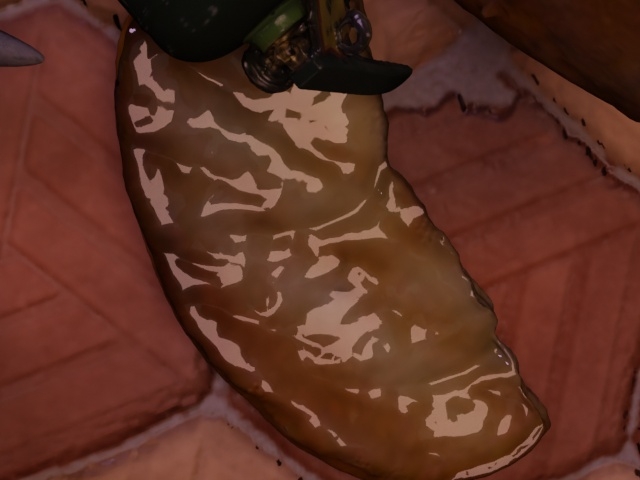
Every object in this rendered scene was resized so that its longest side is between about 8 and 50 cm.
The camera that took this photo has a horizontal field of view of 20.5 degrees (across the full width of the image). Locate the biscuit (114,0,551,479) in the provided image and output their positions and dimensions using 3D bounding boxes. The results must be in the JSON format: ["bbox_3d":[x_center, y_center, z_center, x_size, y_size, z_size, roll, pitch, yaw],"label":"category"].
[{"bbox_3d":[-0.003,0.003,0.877,0.154,0.045,0.299,-27,103,-10],"label":"biscuit"}]

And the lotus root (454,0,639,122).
[{"bbox_3d":[0.145,-0.231,0.800,0.250,0.316,0.316,32,88,4],"label":"lotus root"}]

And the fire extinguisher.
[{"bbox_3d":[-0.082,-0.175,0.783,0.095,0.114,0.311,-40,90,31],"label":"fire extinguisher"}]

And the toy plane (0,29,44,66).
[{"bbox_3d":[-0.257,-0.115,0.784,0.267,0.088,0.212,11,100,-24],"label":"toy plane"}]
